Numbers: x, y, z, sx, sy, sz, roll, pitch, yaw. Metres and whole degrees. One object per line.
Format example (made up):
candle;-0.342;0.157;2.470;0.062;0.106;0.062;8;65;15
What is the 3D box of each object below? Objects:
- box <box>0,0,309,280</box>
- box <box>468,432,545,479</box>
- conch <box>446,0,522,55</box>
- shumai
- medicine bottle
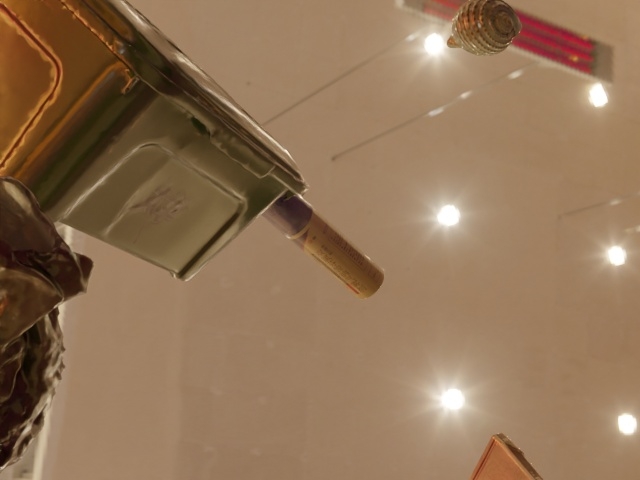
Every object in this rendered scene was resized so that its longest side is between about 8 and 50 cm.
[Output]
box;-0.187;-0.109;0.942;0.178;0.329;0.253;-45;-117;3
box;0.283;0.371;1.459;0.029;0.198;0.109;0;-56;-35
conch;0.167;-0.226;1.097;0.076;0.085;0.056;-42;-49;-31
shumai;-0.131;0.026;0.375;0.099;0.087;0.123;27;-141;-15
medicine bottle;0.000;0.000;1.538;0.231;0.059;0.059;41;-118;-29
